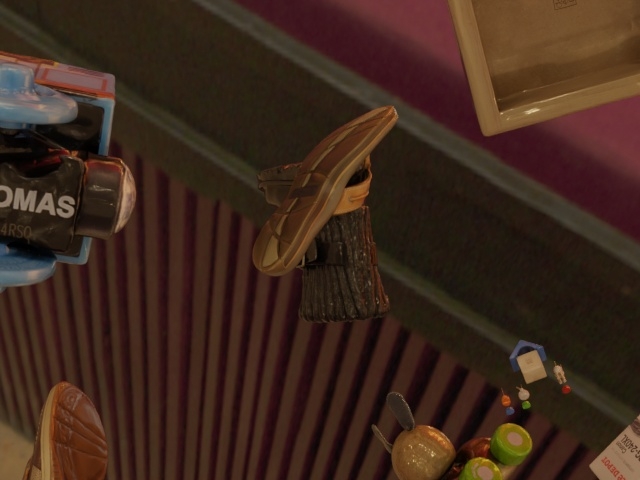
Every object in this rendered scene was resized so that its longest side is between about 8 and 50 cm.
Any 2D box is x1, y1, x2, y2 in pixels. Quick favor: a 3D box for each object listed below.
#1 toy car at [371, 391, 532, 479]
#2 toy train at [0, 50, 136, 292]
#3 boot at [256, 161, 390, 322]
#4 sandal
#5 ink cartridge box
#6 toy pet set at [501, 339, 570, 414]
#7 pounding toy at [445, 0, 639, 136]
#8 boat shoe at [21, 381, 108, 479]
[{"bbox_3d":[0.152,0.281,1.520,0.188,0.155,0.149,38,46,16],"label":"toy car"},{"bbox_3d":[-0.155,-0.034,0.396,0.184,0.080,0.105,9,15,-12],"label":"toy train"},{"bbox_3d":[-0.004,0.001,1.879,0.131,0.348,0.260,-10,95,-16],"label":"boot"},{"bbox_3d":[0.010,-0.037,0.958,0.049,0.072,0.180,43,67,-27],"label":"sandal"},{"bbox_3d":[0.338,0.199,1.084,0.063,0.109,0.150,42,94,-14],"label":"ink cartridge box"},{"bbox_3d":[0.366,0.235,2.048,0.122,0.114,0.065,-22,46,6],"label":"toy pet set"},{"bbox_3d":[0.125,-0.148,0.591,0.130,0.141,0.100,-15,20,8],"label":"pounding toy"},{"bbox_3d":[-0.379,0.353,1.612,0.123,0.123,0.342,-28,46,19],"label":"boat shoe"}]
